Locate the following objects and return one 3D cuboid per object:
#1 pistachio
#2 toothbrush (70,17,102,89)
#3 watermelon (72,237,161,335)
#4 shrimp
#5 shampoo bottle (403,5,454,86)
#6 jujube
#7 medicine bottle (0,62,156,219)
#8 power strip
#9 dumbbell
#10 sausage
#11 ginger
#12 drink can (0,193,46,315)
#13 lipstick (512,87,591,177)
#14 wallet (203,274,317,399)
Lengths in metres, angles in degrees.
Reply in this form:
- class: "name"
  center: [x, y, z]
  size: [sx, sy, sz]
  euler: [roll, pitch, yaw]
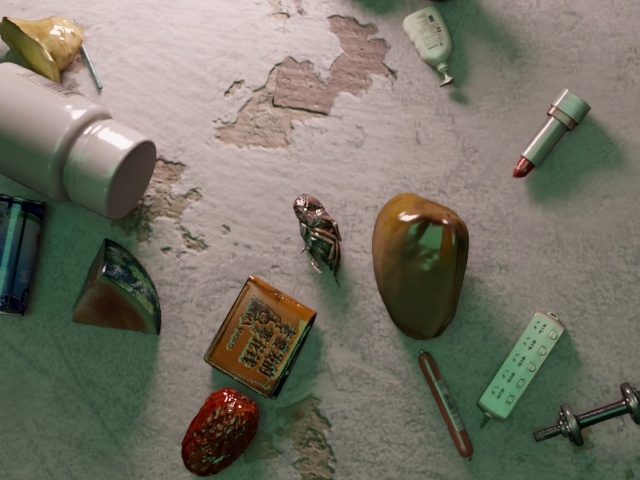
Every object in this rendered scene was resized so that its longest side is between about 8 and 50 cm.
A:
- class: "pistachio"
  center: [0.172, 0.048, 1.739]
  size: [0.213, 0.163, 0.260]
  euler: [28, 113, 49]
- class: "toothbrush"
  center: [-0.481, -0.386, 1.957]
  size: [0.014, 0.011, 0.167]
  euler: [-24, 81, 1]
- class: "watermelon"
  center: [-0.395, 0.105, 1.881]
  size: [0.202, 0.136, 0.207]
  euler: [-19, 112, 44]
- class: "shrimp"
  center: [0.000, 0.000, 1.810]
  size: [0.073, 0.075, 0.190]
  euler: [-20, 92, -25]
- class: "shampoo bottle"
  center: [0.220, -0.369, 1.817]
  size: [0.077, 0.045, 0.152]
  euler: [-25, 79, 5]
- class: "jujube"
  center: [-0.191, 0.365, 1.792]
  size: [0.176, 0.109, 0.112]
  euler: [-56, 43, 9]
- class: "medicine bottle"
  center: [-0.507, -0.188, 1.843]
  size: [0.340, 0.208, 0.208]
  euler: [26, 89, 11]
- class: "power strip"
  center: [0.362, 0.240, 1.743]
  size: [0.060, 0.027, 0.252]
  euler: [33, 91, 11]
- class: "dumbbell"
  center: [0.501, 0.309, 1.686]
  size: [0.254, 0.081, 0.081]
  euler: [-22, 81, 8]
- class: "sausage"
  center: [0.232, 0.304, 1.758]
  size: [0.029, 0.029, 0.223]
  euler: [-24, 81, 7]
- class: "ginger"
  center: [-0.574, -0.418, 1.943]
  size: [0.193, 0.115, 0.122]
  euler: [36, 70, 18]
- class: "drink can"
  center: [-0.618, 0.029, 1.898]
  size: [0.097, 0.097, 0.235]
  euler: [8, 86, 10]
- class: "lipstick"
  center: [0.419, -0.189, 1.765]
  size: [0.063, 0.057, 0.186]
  euler: [39, 97, 11]
- class: "wallet"
  center: [-0.114, 0.188, 1.823]
  size: [0.161, 0.042, 0.195]
  euler: [29, 90, 11]
